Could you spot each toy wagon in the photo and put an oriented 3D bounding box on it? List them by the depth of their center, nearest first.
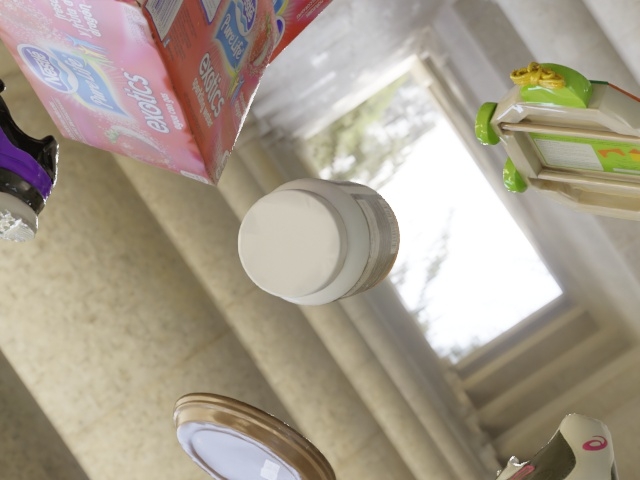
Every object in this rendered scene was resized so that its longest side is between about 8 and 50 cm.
[{"bbox_3d":[0.329,-0.129,1.620,0.267,0.344,0.068,10,-115,33],"label":"toy wagon"}]

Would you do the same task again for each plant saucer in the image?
[{"bbox_3d":[-0.108,0.327,1.977,0.278,0.278,0.041,-33,-157,55],"label":"plant saucer"}]

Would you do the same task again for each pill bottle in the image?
[{"bbox_3d":[0.000,0.000,1.688,0.162,0.162,0.278,-34,172,15],"label":"pill bottle"}]

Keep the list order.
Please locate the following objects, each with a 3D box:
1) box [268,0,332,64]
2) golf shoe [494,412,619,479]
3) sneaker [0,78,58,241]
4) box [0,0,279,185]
[{"bbox_3d":[-0.124,-0.259,1.375,0.300,0.154,0.142,-49,143,-26],"label":"box"},{"bbox_3d":[0.133,0.210,0.826,0.273,0.105,0.120,113,-5,-59],"label":"golf shoe"},{"bbox_3d":[-0.401,-0.124,1.333,0.102,0.293,0.146,-23,-139,59],"label":"sneaker"},{"bbox_3d":[-0.113,-0.149,0.802,0.257,0.122,0.128,76,34,-71],"label":"box"}]
